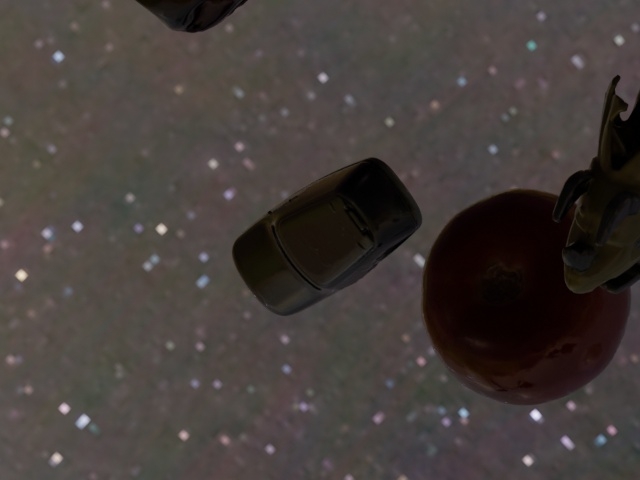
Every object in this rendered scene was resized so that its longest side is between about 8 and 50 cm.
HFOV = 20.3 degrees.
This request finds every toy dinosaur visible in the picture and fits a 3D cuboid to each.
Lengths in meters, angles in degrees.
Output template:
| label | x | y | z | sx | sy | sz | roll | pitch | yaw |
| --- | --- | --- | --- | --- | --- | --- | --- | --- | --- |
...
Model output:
| label | x | y | z | sx | sy | sz | roll | pitch | yaw |
| --- | --- | --- | --- | --- | --- | --- | --- | --- | --- |
| toy dinosaur | 0.210 | -0.089 | 0.947 | 0.094 | 0.153 | 0.259 | 32 | -70 | 34 |

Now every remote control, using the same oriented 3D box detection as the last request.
| label | x | y | z | sx | sy | sz | roll | pitch | yaw |
| --- | --- | --- | --- | --- | --- | --- | --- | --- | --- |
| remote control | 0.000 | 0.000 | 1.184 | 0.042 | 0.072 | 0.222 | -37 | -178 | -28 |

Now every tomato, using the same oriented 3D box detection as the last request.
| label | x | y | z | sx | sy | sz | roll | pitch | yaw |
| --- | --- | --- | --- | --- | --- | --- | --- | --- | --- |
| tomato | 0.181 | 0.052 | 1.580 | 0.195 | 0.136 | 0.195 | -9 | -112 | 24 |

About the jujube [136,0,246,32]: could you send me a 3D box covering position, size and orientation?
| label | x | y | z | sx | sy | sz | roll | pitch | yaw |
| --- | --- | --- | --- | --- | --- | --- | --- | --- | --- |
| jujube | -0.119 | -0.238 | 1.083 | 0.168 | 0.236 | 0.168 | -34 | -177 | 2 |
